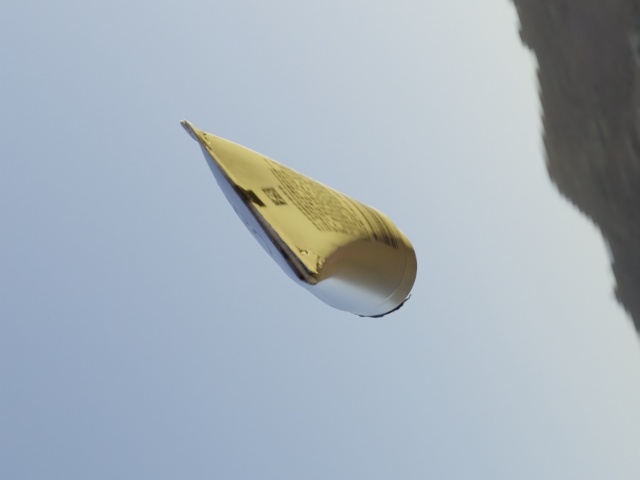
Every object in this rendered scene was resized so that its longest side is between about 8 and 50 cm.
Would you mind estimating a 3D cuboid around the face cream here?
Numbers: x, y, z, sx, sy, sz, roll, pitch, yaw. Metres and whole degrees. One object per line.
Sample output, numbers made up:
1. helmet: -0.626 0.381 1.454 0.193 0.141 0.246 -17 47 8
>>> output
1. face cream: 0.000 0.000 0.740 0.092 0.058 0.243 50 -174 17
